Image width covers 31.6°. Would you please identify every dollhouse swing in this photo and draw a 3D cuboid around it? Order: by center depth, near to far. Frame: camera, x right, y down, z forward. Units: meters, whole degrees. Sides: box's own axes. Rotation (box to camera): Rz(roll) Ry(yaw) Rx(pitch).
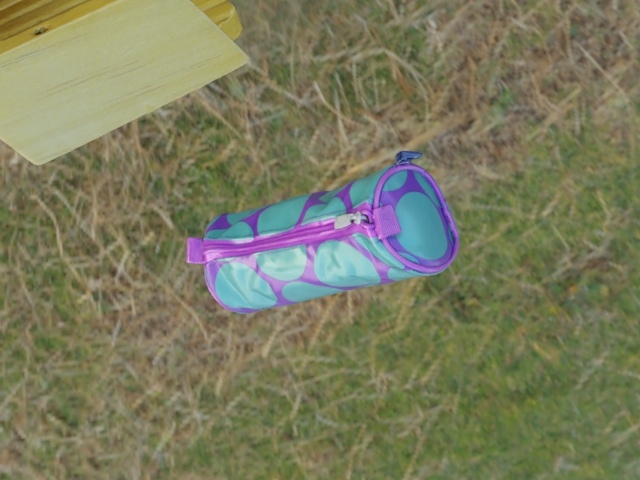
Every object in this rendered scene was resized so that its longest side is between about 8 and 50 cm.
[{"bbox_3d":[-0.296,-0.298,1.079,0.315,0.347,0.305,-28,127,-9],"label":"dollhouse swing"}]

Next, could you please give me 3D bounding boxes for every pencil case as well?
[{"bbox_3d":[0.000,0.000,0.627,0.152,0.064,0.070,-15,162,43],"label":"pencil case"}]
